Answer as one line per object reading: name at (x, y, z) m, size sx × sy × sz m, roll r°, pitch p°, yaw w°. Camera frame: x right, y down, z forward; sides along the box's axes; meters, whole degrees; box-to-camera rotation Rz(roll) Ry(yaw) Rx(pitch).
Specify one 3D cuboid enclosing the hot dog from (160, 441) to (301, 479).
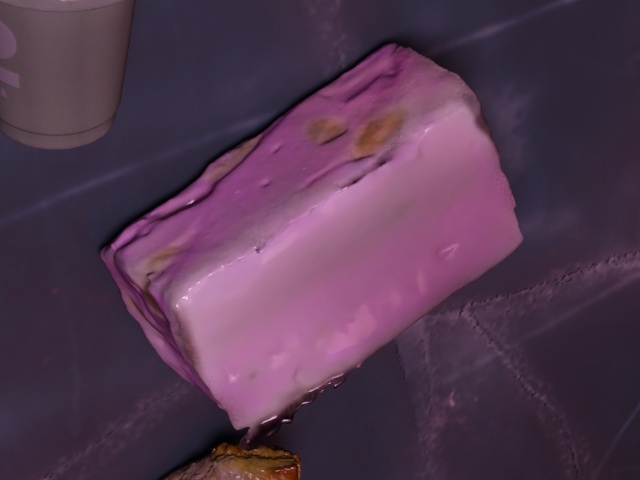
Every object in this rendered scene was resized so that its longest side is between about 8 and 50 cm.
hot dog at (-0.080, 0.191, 1.409) m, size 0.169 × 0.061 × 0.078 m, roll -32°, pitch 125°, yaw 19°

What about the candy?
candy at (0.000, 0.000, 1.319) m, size 0.265 × 0.116 × 0.155 m, roll -36°, pitch 128°, yaw -11°

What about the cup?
cup at (-0.160, -0.134, 1.156) m, size 0.120 × 0.120 × 0.141 m, roll -16°, pitch 137°, yaw -25°
